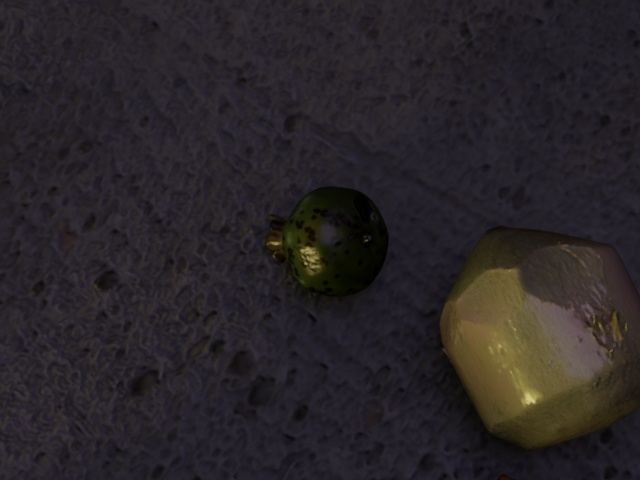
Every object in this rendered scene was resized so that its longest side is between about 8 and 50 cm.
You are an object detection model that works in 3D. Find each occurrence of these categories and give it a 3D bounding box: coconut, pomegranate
[{"bbox_3d":[0.229,0.090,1.410,0.224,0.224,0.234,-20,84,-15],"label":"coconut"},{"bbox_3d":[0.000,0.000,1.482,0.162,0.122,0.122,7,60,37],"label":"pomegranate"}]

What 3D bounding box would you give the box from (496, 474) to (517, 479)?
[{"bbox_3d":[0.204,0.392,1.352,0.174,0.076,0.274,24,66,2],"label":"box"}]
